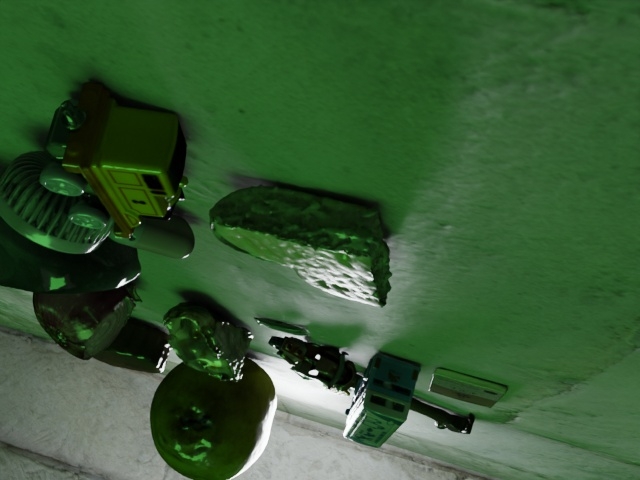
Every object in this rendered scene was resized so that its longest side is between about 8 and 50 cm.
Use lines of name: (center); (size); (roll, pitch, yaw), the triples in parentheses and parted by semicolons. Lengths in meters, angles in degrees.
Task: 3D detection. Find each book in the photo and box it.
book: (0.290, 0.298, 1.273); (0.138, 0.016, 0.198); (14, 160, 12)

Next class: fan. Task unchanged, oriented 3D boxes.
fan: (-0.260, -0.028, 0.766); (0.244, 0.074, 0.130); (22, -156, -41)

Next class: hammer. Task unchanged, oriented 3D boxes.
hammer: (0.189, 0.391, 1.555); (0.440, 0.044, 0.168); (26, 159, -21)

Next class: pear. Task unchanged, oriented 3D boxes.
pear: (-0.291, 0.470, 1.729); (0.352, 0.352, 0.413); (9, 170, 22)

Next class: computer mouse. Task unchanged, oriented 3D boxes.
computer mouse: (-0.391, 0.000, 0.899); (0.374, 0.114, 0.203); (3, -176, 43)

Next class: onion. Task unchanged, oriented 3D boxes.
onion: (-0.474, 0.124, 1.248); (0.201, 0.200, 0.207); (19, 172, -3)

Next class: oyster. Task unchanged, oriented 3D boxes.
oyster: (-0.232, 0.210, 1.355); (0.166, 0.110, 0.341); (-1, 151, 29)

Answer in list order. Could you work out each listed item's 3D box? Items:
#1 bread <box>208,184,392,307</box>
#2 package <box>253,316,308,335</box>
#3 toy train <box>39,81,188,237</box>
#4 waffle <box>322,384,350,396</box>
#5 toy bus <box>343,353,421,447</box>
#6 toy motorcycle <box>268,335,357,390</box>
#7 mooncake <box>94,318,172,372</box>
bread: (0.000, 0.000, 0.678); (0.232, 0.064, 0.172); (26, 158, -25)
package: (-0.077, 0.169, 1.246); (0.110, 0.015, 0.037); (12, 160, 19)
toy train: (-0.194, -0.069, 0.632); (0.127, 0.089, 0.219); (7, 158, 0)
waffle: (0.047, 0.427, 1.807); (0.085, 0.016, 0.078); (-4, 151, 43)
toy bus: (0.122, 0.337, 1.326); (0.106, 0.131, 0.297); (17, 150, 3)
toy motorcycle: (-0.005, 0.251, 1.309); (0.212, 0.084, 0.118); (33, 164, -23)
mooncake: (-0.535, 0.294, 1.805); (0.228, 0.124, 0.228); (12, 155, 6)
